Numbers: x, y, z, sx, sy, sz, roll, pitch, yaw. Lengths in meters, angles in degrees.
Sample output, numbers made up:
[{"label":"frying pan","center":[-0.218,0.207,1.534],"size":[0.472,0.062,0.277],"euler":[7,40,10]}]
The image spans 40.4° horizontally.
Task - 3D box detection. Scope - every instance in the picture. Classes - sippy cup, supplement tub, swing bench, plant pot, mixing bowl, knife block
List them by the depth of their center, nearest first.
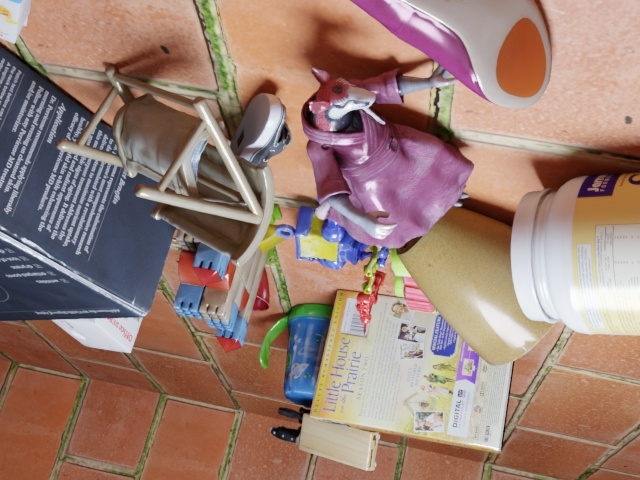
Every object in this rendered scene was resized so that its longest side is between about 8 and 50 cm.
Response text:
[{"label":"supplement tub","center":[0.471,0.019,1.264],"size":[0.331,0.241,0.241],"euler":[-2,152,32]},{"label":"swing bench","center":[-0.223,-0.115,1.355],"size":[0.253,0.165,0.255],"euler":[26,170,41]},{"label":"plant pot","center":[0.267,0.048,1.510],"size":[0.254,0.237,0.237],"euler":[37,152,-11]},{"label":"mixing bowl","center":[-0.189,0.084,1.950],"size":[0.181,0.098,0.181],"euler":[13,160,5]},{"label":"knife block","center":[0.003,0.455,2.038],"size":[0.242,0.088,0.276],"euler":[7,178,-3]},{"label":"sippy cup","center":[0.010,0.305,2.187],"size":[0.240,0.224,0.305],"euler":[29,153,-30]}]

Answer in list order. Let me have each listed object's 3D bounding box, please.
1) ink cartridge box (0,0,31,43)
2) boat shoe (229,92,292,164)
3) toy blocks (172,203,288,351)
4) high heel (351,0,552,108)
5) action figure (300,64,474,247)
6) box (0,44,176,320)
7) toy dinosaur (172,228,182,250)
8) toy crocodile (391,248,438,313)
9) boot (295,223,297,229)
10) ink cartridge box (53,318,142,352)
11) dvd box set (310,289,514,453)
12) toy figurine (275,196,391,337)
[{"label":"ink cartridge box","center":[-0.459,-0.340,1.200],"size":[0.104,0.061,0.181],"euler":[21,156,-15]},{"label":"boat shoe","center":[-0.085,-0.163,1.382],"size":[0.076,0.080,0.228],"euler":[3,158,-20]},{"label":"toy blocks","center":[-0.196,0.052,1.685],"size":[0.191,0.261,0.381],"euler":[9,156,11]},{"label":"high heel","center":[0.129,-0.276,1.016],"size":[0.181,0.127,0.377],"euler":[32,179,45]},{"label":"action figure","center":[0.068,-0.147,1.253],"size":[0.276,0.248,0.370],"euler":[30,172,40]},{"label":"box","center":[-0.596,-0.069,1.592],"size":[0.480,0.297,0.472],"euler":[-5,149,36]},{"label":"toy dinosaur","center":[-0.289,-0.016,1.871],"size":[0.093,0.053,0.183],"euler":[-13,155,20]},{"label":"toy crocodile","center":[0.199,0.080,1.722],"size":[0.115,0.105,0.340],"euler":[8,156,14]},{"label":"boot","center":[0.000,0.000,1.745],"size":[0.087,0.042,0.118],"euler":[3,156,10]},{"label":"ink cartridge box","center":[-0.453,0.083,1.883],"size":[0.115,0.273,0.198],"euler":[7,156,16]},{"label":"dvd box set","center":[0.210,0.283,1.922],"size":[0.420,0.307,0.062],"euler":[6,157,17]},{"label":"toy figurine","center":[0.012,0.011,1.588],"size":[0.217,0.191,0.362],"euler":[16,156,9]}]
